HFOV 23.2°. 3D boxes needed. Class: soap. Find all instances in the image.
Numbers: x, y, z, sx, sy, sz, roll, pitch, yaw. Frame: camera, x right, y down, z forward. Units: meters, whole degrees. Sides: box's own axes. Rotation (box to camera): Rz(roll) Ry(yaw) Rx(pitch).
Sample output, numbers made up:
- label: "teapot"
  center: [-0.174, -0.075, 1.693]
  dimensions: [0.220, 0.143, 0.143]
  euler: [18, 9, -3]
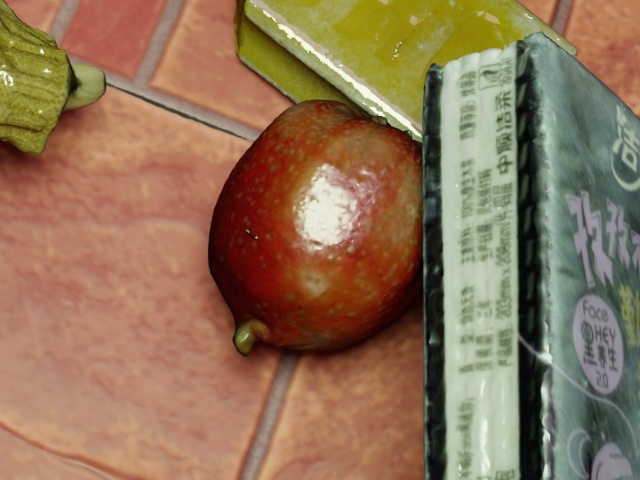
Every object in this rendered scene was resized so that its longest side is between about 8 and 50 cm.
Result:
- label: "soap"
  center: [0.046, -0.157, 1.180]
  dimensions: [0.257, 0.080, 0.160]
  euler: [37, 64, 2]

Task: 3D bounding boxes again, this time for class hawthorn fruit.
- label: "hawthorn fruit"
  center: [0.000, 0.000, 1.068]
  dimensions: [0.169, 0.169, 0.188]
  euler: [31, 87, 0]

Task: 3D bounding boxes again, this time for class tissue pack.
- label: "tissue pack"
  center: [0.166, 0.076, 1.028]
  dimensions: [0.122, 0.259, 0.361]
  euler: [-13, 64, 29]

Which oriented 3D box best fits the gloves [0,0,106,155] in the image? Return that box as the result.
- label: "gloves"
  center: [-0.320, -0.110, 1.030]
  dimensions: [0.357, 0.155, 0.203]
  euler: [2, 72, -17]
